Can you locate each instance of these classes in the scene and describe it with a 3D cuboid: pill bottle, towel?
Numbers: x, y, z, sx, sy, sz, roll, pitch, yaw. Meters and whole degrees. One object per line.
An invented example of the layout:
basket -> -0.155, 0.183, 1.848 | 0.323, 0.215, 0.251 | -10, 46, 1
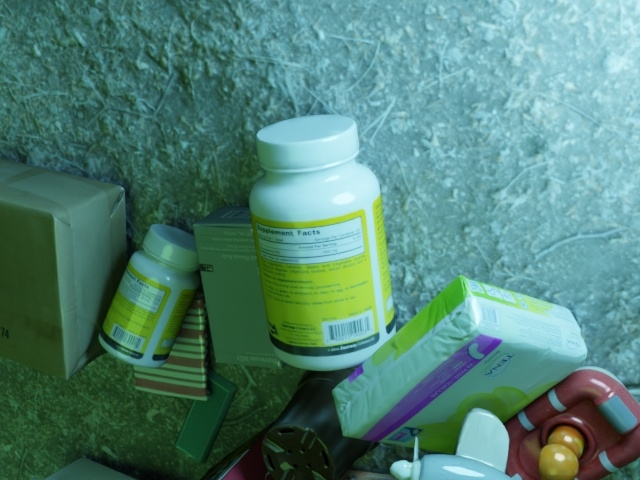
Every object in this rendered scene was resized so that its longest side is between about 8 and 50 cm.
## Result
pill bottle -> 0.000, 0.000, 1.609 | 0.188, 0.188, 0.334 | 3, 113, 27
towel -> -0.252, 0.173, 1.908 | 0.144, 0.029, 0.197 | 7, 109, 23
pill bottle -> -0.264, 0.087, 1.806 | 0.119, 0.119, 0.208 | 28, 103, 14

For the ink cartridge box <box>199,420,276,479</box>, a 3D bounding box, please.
ink cartridge box -> -0.141, 0.437, 1.807 | 0.130, 0.309, 0.272 | 50, 124, 0

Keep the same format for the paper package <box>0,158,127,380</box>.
paper package -> -0.495, 0.038, 1.886 | 0.324, 0.168, 0.310 | 12, 114, 27

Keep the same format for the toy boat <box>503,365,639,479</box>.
toy boat -> 0.340, 0.291, 1.580 | 0.151, 0.151, 0.231 | 49, 125, 1

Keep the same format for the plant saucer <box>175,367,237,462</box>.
plant saucer -> -0.202, 0.308, 1.959 | 0.067, 0.018, 0.192 | 32, 122, 12

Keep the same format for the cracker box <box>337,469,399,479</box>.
cracker box -> 0.113, 0.494, 1.844 | 0.155, 0.067, 0.232 | 2, 113, 27

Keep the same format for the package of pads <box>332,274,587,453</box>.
package of pads -> 0.195, 0.185, 1.573 | 0.296, 0.229, 0.101 | -46, 44, 35

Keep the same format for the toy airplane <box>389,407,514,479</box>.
toy airplane -> 0.160, 0.474, 1.540 | 0.384, 0.272, 0.386 | -32, 78, 22

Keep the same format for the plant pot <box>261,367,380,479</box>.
plant pot -> 0.001, 0.299, 1.757 | 0.167, 0.165, 0.167 | 11, 115, 24

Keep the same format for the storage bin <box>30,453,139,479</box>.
storage bin -> -0.379, 0.556, 2.066 | 0.262, 0.123, 0.260 | 10, 116, 39

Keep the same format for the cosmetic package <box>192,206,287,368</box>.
cosmetic package -> -0.107, 0.072, 1.751 | 0.127, 0.107, 0.238 | 0, 108, 26
